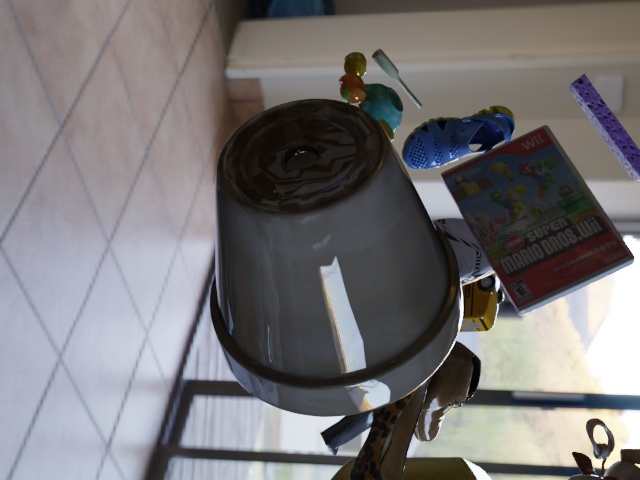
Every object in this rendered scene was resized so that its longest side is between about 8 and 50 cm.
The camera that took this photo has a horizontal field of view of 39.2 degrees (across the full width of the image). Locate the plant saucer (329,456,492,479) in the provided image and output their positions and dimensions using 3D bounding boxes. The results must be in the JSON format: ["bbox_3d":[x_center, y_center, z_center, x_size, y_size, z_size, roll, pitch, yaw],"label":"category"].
[{"bbox_3d":[0.210,0.516,1.932,0.333,0.333,0.080,46,43,-63],"label":"plant saucer"}]

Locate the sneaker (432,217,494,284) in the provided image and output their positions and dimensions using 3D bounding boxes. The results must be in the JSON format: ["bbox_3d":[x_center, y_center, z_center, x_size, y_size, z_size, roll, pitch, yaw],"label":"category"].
[{"bbox_3d":[0.183,0.076,1.756,0.210,0.366,0.137,71,9,-60],"label":"sneaker"}]

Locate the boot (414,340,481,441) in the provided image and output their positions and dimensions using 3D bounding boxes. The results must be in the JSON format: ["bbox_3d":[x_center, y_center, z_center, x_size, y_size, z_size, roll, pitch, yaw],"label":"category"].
[{"bbox_3d":[0.300,0.377,2.152,0.112,0.115,0.305,-28,137,-48],"label":"boot"}]

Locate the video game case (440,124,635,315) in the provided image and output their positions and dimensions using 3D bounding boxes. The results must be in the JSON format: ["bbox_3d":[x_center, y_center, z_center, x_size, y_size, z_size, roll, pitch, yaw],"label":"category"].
[{"bbox_3d":[0.351,-0.039,1.479,0.025,0.204,0.285,66,-1,-62],"label":"video game case"}]

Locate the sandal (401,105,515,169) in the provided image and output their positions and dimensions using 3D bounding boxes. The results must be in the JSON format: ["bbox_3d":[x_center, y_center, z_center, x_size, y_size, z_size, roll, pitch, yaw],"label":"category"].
[{"bbox_3d":[0.364,-0.262,2.327,0.138,0.318,0.126,-106,176,-67],"label":"sandal"}]

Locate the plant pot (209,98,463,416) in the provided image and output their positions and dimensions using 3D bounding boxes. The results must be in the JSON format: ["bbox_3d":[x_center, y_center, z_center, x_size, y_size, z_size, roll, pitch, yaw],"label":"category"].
[{"bbox_3d":[0.000,0.000,1.065,0.280,0.323,0.323,75,18,-47],"label":"plant pot"}]

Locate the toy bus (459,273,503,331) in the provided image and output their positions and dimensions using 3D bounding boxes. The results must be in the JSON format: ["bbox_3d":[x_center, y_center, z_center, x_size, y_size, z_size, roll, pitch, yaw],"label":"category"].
[{"bbox_3d":[0.432,0.081,2.483,0.108,0.130,0.332,50,41,-54],"label":"toy bus"}]

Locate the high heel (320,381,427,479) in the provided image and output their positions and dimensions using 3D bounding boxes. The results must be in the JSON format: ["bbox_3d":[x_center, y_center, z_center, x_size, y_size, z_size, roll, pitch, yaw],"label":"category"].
[{"bbox_3d":[0.130,0.324,1.343,0.261,0.186,0.093,52,-5,44],"label":"high heel"}]

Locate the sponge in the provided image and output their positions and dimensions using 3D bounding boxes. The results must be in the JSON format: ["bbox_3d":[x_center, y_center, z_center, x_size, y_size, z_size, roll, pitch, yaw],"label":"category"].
[{"bbox_3d":[0.518,-0.199,1.611,0.210,0.031,0.117,56,12,7],"label":"sponge"}]

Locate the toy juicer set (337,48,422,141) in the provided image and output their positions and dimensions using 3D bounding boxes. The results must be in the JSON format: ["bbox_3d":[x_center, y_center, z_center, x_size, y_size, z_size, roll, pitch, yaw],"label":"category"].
[{"bbox_3d":[0.114,-0.328,2.025,0.209,0.090,0.329,57,30,-11],"label":"toy juicer set"}]

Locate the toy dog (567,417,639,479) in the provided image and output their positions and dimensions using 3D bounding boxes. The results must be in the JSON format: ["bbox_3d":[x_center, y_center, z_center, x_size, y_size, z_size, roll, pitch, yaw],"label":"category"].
[{"bbox_3d":[0.651,0.557,2.075,0.334,0.161,0.220,28,59,-29],"label":"toy dog"}]
